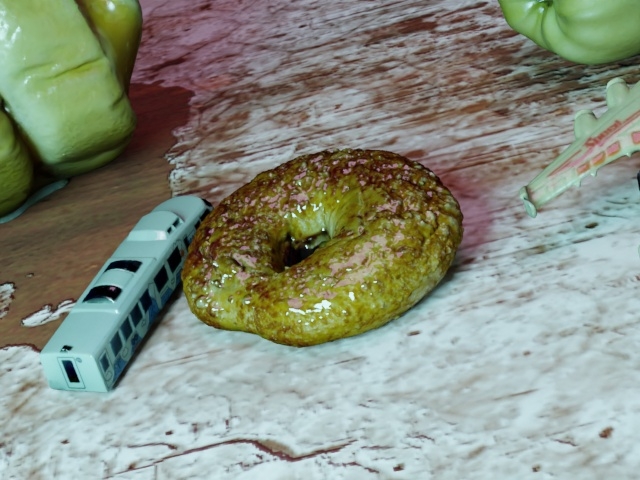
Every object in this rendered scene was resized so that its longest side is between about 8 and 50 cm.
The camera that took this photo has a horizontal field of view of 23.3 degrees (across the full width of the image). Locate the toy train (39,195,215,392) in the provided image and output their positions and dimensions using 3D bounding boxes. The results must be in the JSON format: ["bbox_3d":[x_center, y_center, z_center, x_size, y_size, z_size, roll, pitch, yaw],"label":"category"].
[{"bbox_3d":[-0.122,0.026,1.051,0.043,0.047,0.207,-1,33,23],"label":"toy train"}]

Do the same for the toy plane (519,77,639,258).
[{"bbox_3d":[0.244,-0.076,0.995,0.242,0.104,0.256,-12,28,11],"label":"toy plane"}]

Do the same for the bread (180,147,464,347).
[{"bbox_3d":[0.000,0.000,1.023,0.193,0.064,0.193,-13,32,8],"label":"bread"}]

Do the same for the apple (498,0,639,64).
[{"bbox_3d":[0.221,-0.234,1.209,0.200,0.200,0.200,-12,29,7],"label":"apple"}]

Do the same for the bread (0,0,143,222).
[{"bbox_3d":[-0.307,-0.100,1.203,0.341,0.210,0.300,-28,20,-22],"label":"bread"}]
